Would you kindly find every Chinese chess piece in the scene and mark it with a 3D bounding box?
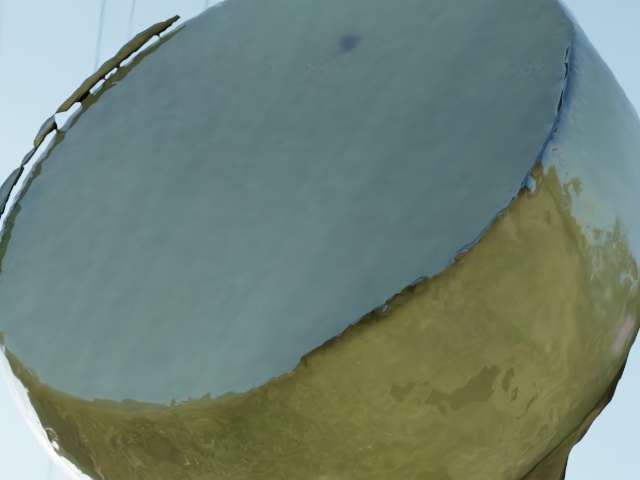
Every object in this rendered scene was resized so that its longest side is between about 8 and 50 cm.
[{"bbox_3d":[0.000,0.000,0.415,0.188,0.188,0.083,-19,-50,17],"label":"Chinese chess piece"}]
